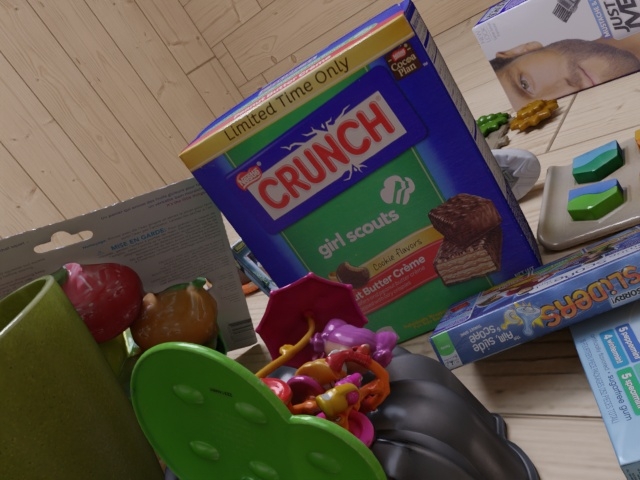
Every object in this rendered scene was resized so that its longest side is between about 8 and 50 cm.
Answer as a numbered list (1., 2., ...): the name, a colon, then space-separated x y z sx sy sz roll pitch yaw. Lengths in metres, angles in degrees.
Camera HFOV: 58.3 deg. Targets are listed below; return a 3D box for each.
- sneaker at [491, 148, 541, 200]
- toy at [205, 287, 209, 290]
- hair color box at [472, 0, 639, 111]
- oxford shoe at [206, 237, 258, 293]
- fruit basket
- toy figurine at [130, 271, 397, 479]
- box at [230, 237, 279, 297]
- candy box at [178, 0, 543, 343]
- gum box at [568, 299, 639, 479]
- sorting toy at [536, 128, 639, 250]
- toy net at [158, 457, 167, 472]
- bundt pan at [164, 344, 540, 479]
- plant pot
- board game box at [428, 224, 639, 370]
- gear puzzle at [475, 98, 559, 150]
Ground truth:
1. sneaker: 0.218 -0.096 0.848 0.232 0.090 0.115 -13 24 45
2. toy: -0.292 0.145 1.151 0.137 0.056 0.237 -28 20 14
3. hair color box: 0.451 -0.362 0.954 0.339 0.185 0.110 -12 30 50
4. oxford shoe: -0.101 0.000 1.067 0.364 0.132 0.130 -21 23 34
5. fruit basket: -0.261 0.089 0.726 0.327 0.353 0.165 -21 45 -12
6. toy figurine: -0.006 0.084 0.383 0.173 0.130 0.159 5 28 29
7. box: 0.000 0.000 0.874 0.233 0.159 0.044 -41 -19 -21
8. candy box: 0.055 -0.048 0.634 0.268 0.317 0.122 -27 20 22
9. gum box: 0.278 0.077 0.384 0.184 0.041 0.157 -26 19 22
10. sorting toy: 0.353 -0.078 0.647 0.208 0.038 0.193 -20 23 36
11. toy net: -0.203 0.275 0.706 0.232 0.045 0.122 -40 17 -22
12. bundt pan: -0.011 0.200 0.441 0.331 0.124 0.331 -31 18 11
13. plant pot: -0.255 0.229 0.507 0.275 0.293 0.275 -31 19 12
14. board game box: 0.204 0.048 0.513 0.201 0.035 0.136 -27 -4 21
15. gear puzzle: 0.263 -0.183 1.049 0.339 0.044 0.175 -19 24 39
